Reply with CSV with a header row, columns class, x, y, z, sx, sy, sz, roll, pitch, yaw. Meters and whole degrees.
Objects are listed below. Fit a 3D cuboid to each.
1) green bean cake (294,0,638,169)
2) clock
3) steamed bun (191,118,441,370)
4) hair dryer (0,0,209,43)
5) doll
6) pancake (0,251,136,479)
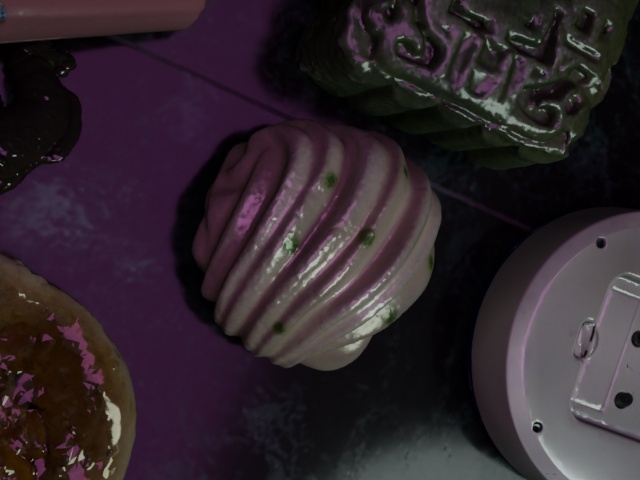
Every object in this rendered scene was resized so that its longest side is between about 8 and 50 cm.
class,x,y,z,sx,sy,sz,roll,pitch,yaw
green bean cake,0.109,-0.185,0.911,0.222,0.125,0.227,22,81,-18
clock,0.230,0.089,0.981,0.230,0.083,0.230,0,91,-16
steamed bun,0.000,0.000,0.890,0.183,0.106,0.183,-1,92,-19
hair dryer,-0.223,-0.157,0.797,0.352,0.210,0.125,-10,129,-41
doll,-0.229,-0.075,0.831,0.139,0.057,0.165,23,61,4
pancake,-0.260,0.130,0.844,0.282,0.049,0.282,-1,94,-15
